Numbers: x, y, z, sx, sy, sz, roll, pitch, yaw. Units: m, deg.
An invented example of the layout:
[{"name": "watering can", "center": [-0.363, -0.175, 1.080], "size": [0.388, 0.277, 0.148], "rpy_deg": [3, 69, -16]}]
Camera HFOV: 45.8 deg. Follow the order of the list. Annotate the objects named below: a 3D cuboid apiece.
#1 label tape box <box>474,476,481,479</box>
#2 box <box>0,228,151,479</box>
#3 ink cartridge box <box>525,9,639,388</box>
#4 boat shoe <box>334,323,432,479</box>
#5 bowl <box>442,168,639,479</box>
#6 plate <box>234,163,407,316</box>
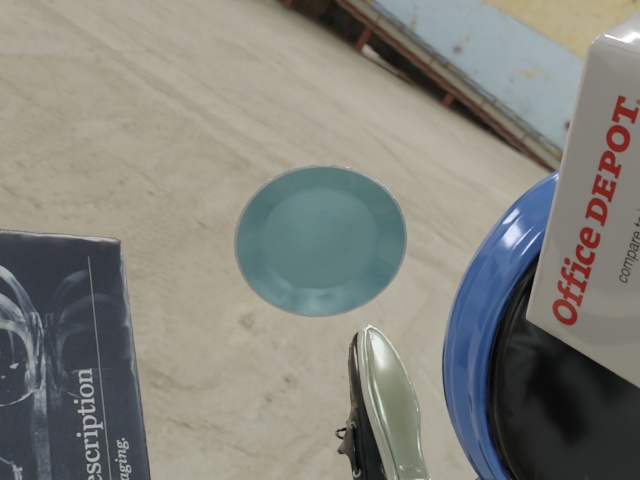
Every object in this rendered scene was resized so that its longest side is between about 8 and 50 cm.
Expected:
[{"name": "label tape box", "center": [0.280, 0.362, 0.888], "size": [0.240, 0.105, 0.334], "rpy_deg": [28, 49, -38]}, {"name": "box", "center": [-0.273, 0.173, 0.436], "size": [0.312, 0.179, 0.343], "rpy_deg": [5, 61, -37]}, {"name": "ink cartridge box", "center": [0.262, 0.013, 0.383], "size": [0.117, 0.201, 0.278], "rpy_deg": [-32, 49, -32]}, {"name": "boat shoe", "center": [0.075, 0.282, 1.014], "size": [0.127, 0.113, 0.340], "rpy_deg": [19, 47, -49]}, {"name": "bowl", "center": [0.309, 0.110, 0.678], "size": [0.391, 0.391, 0.077], "rpy_deg": [28, 6, -10]}, {"name": "plate", "center": [0.000, 0.000, 0.825], "size": [0.188, 0.188, 0.024], "rpy_deg": [25, 24, -18]}]
